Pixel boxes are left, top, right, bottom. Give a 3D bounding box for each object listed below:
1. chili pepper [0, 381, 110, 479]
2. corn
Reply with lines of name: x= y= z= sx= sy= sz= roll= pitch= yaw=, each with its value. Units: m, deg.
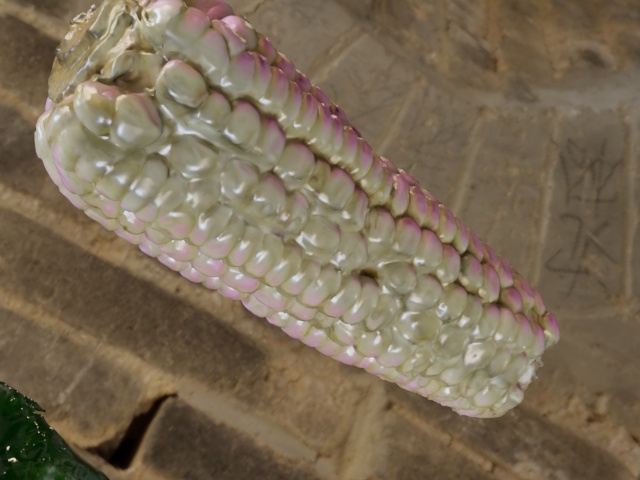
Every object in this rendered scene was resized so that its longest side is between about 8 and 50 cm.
chili pepper: x=-0.189 y=0.130 z=0.497 sx=0.216 sy=0.062 sz=0.108 roll=31 pitch=-152 yaw=-19
corn: x=0.000 y=-0.002 z=0.498 sx=0.335 sy=0.126 sz=0.127 roll=39 pitch=-151 yaw=-28
